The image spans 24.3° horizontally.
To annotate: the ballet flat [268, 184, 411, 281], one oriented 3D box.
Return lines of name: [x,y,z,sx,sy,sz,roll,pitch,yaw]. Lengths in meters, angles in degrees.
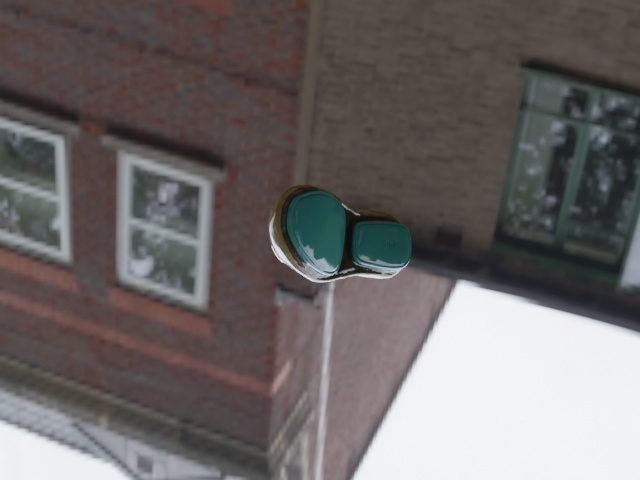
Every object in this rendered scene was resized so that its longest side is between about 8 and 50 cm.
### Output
ballet flat: [0.000,0.000,1.291,0.073,0.080,0.232,3,173,30]
